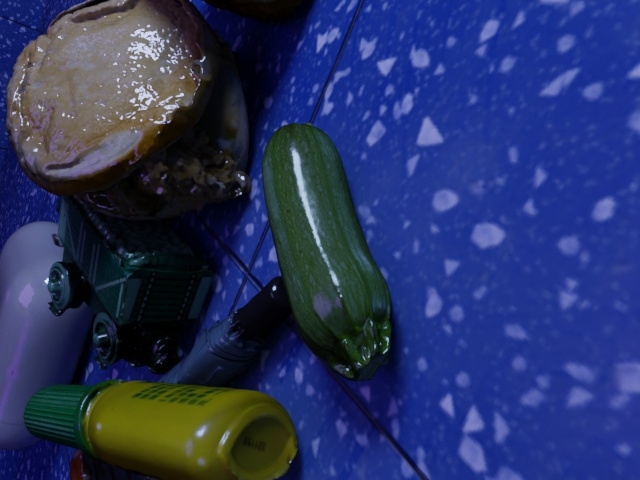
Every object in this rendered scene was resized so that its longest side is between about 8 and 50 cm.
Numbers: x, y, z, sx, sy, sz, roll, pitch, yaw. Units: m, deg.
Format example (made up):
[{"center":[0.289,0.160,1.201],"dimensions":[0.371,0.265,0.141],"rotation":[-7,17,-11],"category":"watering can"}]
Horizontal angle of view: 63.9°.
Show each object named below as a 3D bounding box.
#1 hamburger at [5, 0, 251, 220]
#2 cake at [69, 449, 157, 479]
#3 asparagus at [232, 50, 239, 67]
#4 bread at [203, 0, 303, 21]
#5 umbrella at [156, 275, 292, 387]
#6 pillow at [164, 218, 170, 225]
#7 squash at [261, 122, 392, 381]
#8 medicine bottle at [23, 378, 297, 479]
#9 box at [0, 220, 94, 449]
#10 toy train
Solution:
[{"center":[-0.194,-0.141,0.547],"dimensions":[0.286,0.146,0.243],"rotation":[30,85,20],"category":"hamburger"},{"center":[-0.215,0.313,0.534],"dimensions":[0.135,0.098,0.287],"rotation":[-39,52,37],"category":"cake"},{"center":[-0.148,-0.212,0.654],"dimensions":[0.165,0.036,0.030],"rotation":[-1,89,50],"category":"asparagus"},{"center":[-0.133,-0.321,0.551],"dimensions":[0.275,0.185,0.114],"rotation":[38,115,48],"category":"bread"},{"center":[-0.101,0.110,0.488],"dimensions":[0.250,0.053,0.052],"rotation":[-45,47,36],"category":"umbrella"},{"center":[-0.284,-0.047,0.769],"dimensions":[0.233,0.043,0.126],"rotation":[-11,76,46],"category":"pillow"},{"center":[0.000,0.000,0.385],"dimensions":[0.077,0.068,0.219],"rotation":[-40,52,30],"category":"squash"},{"center":[-0.164,0.162,0.456],"dimensions":[0.309,0.111,0.076],"rotation":[-6,71,35],"category":"medicine bottle"},{"center":[-0.506,0.156,0.899],"dimensions":[0.289,0.141,0.349],"rotation":[37,109,48],"category":"box"},{"center":[-0.240,0.043,0.607],"dimensions":[0.269,0.115,0.154],"rotation":[35,116,41],"category":"toy train"}]
